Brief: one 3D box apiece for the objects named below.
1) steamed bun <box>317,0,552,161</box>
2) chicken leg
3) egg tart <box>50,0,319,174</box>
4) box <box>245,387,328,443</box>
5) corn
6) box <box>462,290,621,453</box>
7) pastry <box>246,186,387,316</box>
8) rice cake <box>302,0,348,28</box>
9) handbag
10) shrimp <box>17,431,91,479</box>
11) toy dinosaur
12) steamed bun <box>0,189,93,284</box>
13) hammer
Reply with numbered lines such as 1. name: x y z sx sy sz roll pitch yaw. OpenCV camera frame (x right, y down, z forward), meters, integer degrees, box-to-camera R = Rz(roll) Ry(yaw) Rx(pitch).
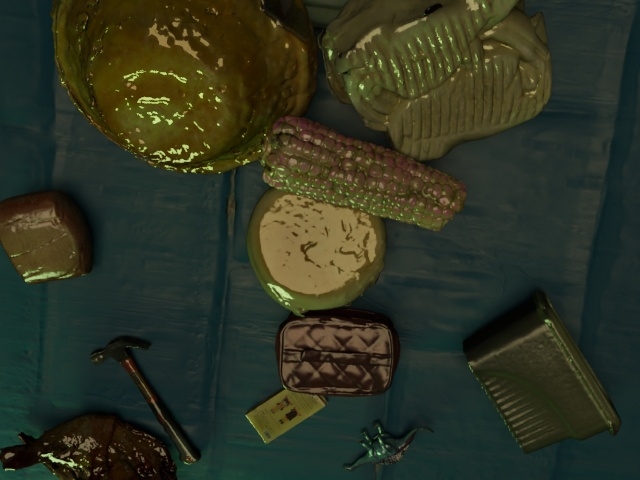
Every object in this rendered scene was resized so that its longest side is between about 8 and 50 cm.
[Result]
1. steamed bun: 0.174 -0.320 1.247 0.393 0.237 0.347 9 129 -27
2. chicken leg: -0.427 0.417 1.472 0.322 0.177 0.083 28 137 -3
3. egg tart: -0.226 -0.268 1.234 0.442 0.178 0.443 3 131 4
4. box: -0.064 0.322 1.493 0.149 0.020 0.073 -33 96 9
5. corn: 0.066 -0.107 1.247 0.335 0.126 0.127 15 101 -3
6. box: 0.393 0.249 1.400 0.178 0.138 0.274 -31 95 15
7. pastry: -0.002 0.001 1.359 0.264 0.133 0.265 0 88 0
8. rice cake: -0.030 -0.396 1.289 0.226 0.040 0.085 1 140 -20
9. handbag: 0.031 0.199 1.406 0.224 0.135 0.147 5 97 4
10. shrimp: -0.476 0.446 1.507 0.262 0.117 0.066 41 64 -2
11. toy dinosaur: 0.120 0.390 1.483 0.197 0.045 0.080 -29 111 16
12. steamed bun: -0.495 -0.009 1.420 0.144 0.106 0.175 -14 113 1
13. hammer: -0.322 0.312 1.503 0.111 0.033 0.288 -30 98 10
